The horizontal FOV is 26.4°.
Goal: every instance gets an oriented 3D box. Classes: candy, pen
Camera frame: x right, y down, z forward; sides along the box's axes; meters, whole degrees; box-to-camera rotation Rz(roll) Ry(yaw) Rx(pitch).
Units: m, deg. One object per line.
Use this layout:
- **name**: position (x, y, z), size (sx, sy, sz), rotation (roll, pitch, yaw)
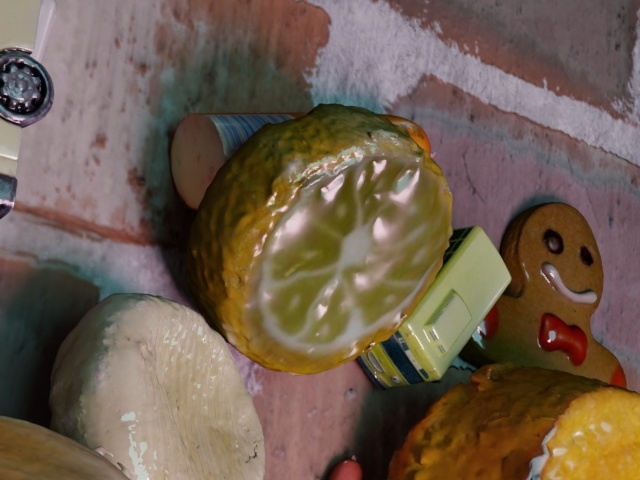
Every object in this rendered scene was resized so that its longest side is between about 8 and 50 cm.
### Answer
- **candy**: position (0.000, 0.000, 1.237), size (0.260, 0.118, 0.260), rotation (-19, 127, -28)
- **pen**: position (-0.255, -0.137, 1.163), size (0.026, 0.026, 0.218), rotation (27, 65, -35)

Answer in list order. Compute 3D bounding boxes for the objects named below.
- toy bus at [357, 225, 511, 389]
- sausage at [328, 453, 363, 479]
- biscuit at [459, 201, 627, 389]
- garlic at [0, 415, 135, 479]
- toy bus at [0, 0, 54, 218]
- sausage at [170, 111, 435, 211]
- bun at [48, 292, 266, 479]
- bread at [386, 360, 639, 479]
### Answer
- **toy bus**: position (0.112, 0.067, 1.395), size (0.175, 0.101, 0.088), rotation (-49, 117, -37)
- **sausage**: position (-0.017, 0.306, 1.282), size (0.034, 0.034, 0.253), rotation (47, 54, -24)
- **biscuit**: position (0.252, 0.153, 1.525), size (0.283, 0.064, 0.432), rotation (29, 65, -34)
- **garlic**: position (-0.254, 0.243, 0.929), size (0.313, 0.249, 0.286), rotation (32, 62, -15)
- **toy bus**: position (-0.307, -0.170, 1.047), size (0.179, 0.143, 0.305), rotation (16, 72, -36)
- **sausage**: position (0.002, -0.081, 1.335), size (0.312, 0.093, 0.093), rotation (-6, 86, -42)
- **bun**: position (-0.145, 0.160, 1.131), size (0.231, 0.133, 0.231), rotation (45, 32, -39)
- **bread**: position (0.220, 0.302, 1.316), size (0.337, 0.204, 0.358), rotation (16, 78, -29)
